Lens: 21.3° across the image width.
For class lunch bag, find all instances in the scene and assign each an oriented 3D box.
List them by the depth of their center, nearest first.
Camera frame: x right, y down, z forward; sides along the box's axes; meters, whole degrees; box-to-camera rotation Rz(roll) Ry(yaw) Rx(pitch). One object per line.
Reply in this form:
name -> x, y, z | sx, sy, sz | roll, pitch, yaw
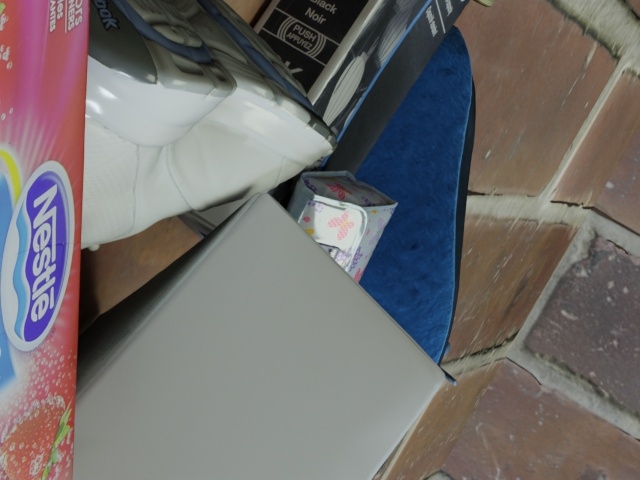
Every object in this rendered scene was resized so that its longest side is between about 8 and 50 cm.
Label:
lunch bag -> 0.000, 0.000, 0.993 | 0.083, 0.053, 0.071 | -2, 122, -62

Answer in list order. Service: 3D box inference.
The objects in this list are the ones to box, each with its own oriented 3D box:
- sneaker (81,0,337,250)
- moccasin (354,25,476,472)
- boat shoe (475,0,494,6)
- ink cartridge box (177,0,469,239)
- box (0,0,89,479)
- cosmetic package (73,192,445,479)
sneaker -> -0.086, -0.055, 0.787 | 0.129, 0.111, 0.297 | -45, 165, 12
moccasin -> 0.046, 0.019, 1.150 | 0.117, 0.137, 0.342 | 89, 21, -70
boat shoe -> 0.105, -0.197, 1.192 | 0.045, 0.050, 0.135 | -56, 167, 11
ink cartridge box -> 0.027, -0.136, 1.034 | 0.333, 0.065, 0.165 | -58, 165, -5
box -> -0.150, -0.002, 0.480 | 0.122, 0.128, 0.257 | -41, 145, -50
cosmetic package -> -0.092, 0.125, 0.850 | 0.224, 0.138, 0.224 | -49, -173, -32
